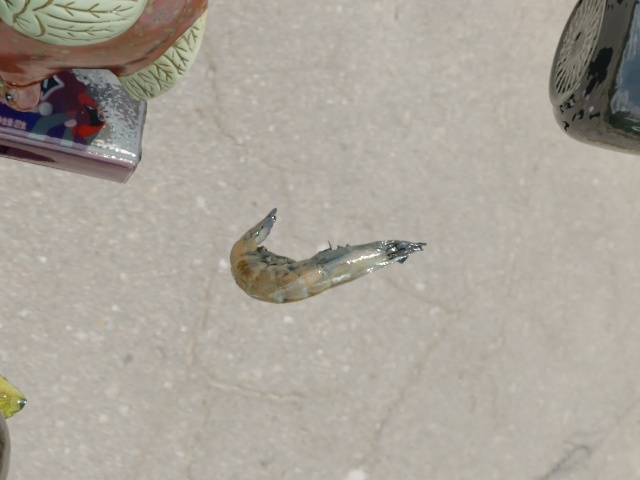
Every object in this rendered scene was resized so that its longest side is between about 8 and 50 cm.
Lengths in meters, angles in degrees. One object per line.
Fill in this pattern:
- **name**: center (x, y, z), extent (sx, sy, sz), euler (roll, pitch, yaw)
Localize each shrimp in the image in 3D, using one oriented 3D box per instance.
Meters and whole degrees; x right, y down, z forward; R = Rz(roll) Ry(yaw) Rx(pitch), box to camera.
- **shrimp**: center (0.000, 0.000, 1.654), extent (0.262, 0.198, 0.051), euler (-16, 129, -9)

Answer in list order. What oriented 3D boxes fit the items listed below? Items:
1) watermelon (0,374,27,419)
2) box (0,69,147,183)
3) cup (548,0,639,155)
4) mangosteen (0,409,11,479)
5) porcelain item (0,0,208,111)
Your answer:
- **watermelon**: center (-0.607, 0.199, 1.857), extent (0.301, 0.129, 0.123), euler (28, 60, -28)
- **box**: center (-0.283, -0.135, 1.171), extent (0.224, 0.069, 0.120), euler (10, 68, -20)
- **cup**: center (0.315, -0.172, 1.134), extent (0.223, 0.176, 0.169), euler (-84, -170, -57)
- **mangosteen**: center (-0.534, 0.248, 1.522), extent (0.275, 0.275, 0.302), euler (-18, 71, -44)
- **porcelain item**: center (-0.213, -0.212, 1.003), extent (0.253, 0.253, 0.253), euler (-11, 105, -46)
